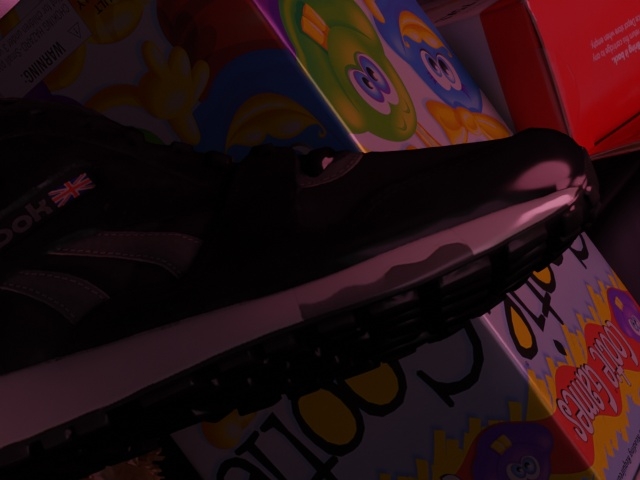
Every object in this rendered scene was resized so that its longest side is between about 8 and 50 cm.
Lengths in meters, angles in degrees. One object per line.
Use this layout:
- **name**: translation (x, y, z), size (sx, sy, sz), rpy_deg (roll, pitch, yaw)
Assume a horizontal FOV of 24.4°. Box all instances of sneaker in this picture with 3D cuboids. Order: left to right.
- **sneaker**: translation (-0.057, -0.003, 0.465), size (0.283, 0.107, 0.124), rpy_deg (-20, 77, -2)

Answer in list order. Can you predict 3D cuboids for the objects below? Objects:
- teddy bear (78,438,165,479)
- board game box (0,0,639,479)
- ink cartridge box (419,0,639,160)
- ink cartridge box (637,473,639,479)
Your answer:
- **teddy bear**: translation (-0.149, 0.141, 0.556), size (0.338, 0.113, 0.245), rpy_deg (11, 69, -36)
- **board game box**: translation (0.000, 0.000, 0.600), size (0.275, 0.144, 0.142), rpy_deg (53, 27, -1)
- **ink cartridge box**: translation (0.083, -0.079, 0.707), size (0.134, 0.231, 0.078), rpy_deg (-33, 107, -48)
- **ink cartridge box**: translation (0.175, 0.221, 0.799), size (0.309, 0.272, 0.130), rpy_deg (3, 112, -44)
